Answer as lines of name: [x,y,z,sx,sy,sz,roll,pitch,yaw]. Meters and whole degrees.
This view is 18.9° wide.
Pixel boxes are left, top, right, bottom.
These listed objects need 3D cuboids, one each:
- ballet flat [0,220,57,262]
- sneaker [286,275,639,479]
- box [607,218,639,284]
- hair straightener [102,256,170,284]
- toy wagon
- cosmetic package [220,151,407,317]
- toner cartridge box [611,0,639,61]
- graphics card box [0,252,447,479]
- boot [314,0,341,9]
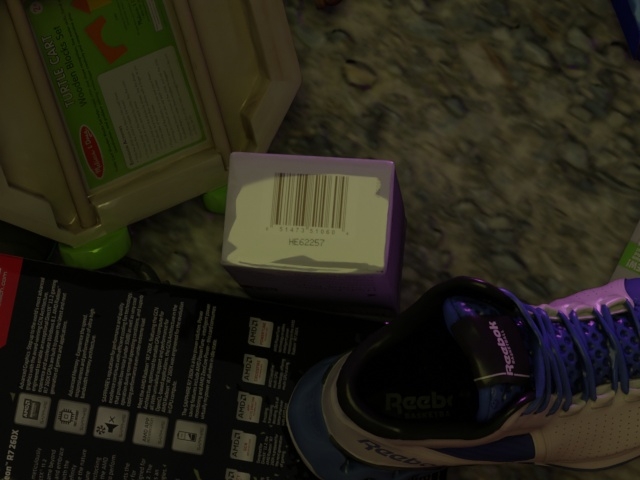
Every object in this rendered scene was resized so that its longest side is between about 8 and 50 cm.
ballet flat: [-0.318,-0.072,1.512,0.280,0.095,0.096,37,75,0]
sneaker: [0.141,0.093,1.300,0.315,0.182,0.127,-10,77,-10]
box: [0.308,0.001,1.423,0.145,0.038,0.186,28,93,32]
hair straightener: [-0.127,0.117,1.471,0.089,0.047,0.230,-24,84,1]
toy wagon: [-0.185,-0.111,1.418,0.344,0.068,0.267,-23,118,-15]
cosmetic package: [0.000,0.000,1.390,0.117,0.231,0.085,4,80,7]
toner cartridge box: [0.376,-0.274,1.458,0.348,0.075,0.165,-20,78,2]
graphics card box: [-0.093,0.153,1.392,0.371,0.094,0.233,9,72,-5]
boot: [0.075,-0.265,1.517,0.152,0.073,0.197,13,83,3]
